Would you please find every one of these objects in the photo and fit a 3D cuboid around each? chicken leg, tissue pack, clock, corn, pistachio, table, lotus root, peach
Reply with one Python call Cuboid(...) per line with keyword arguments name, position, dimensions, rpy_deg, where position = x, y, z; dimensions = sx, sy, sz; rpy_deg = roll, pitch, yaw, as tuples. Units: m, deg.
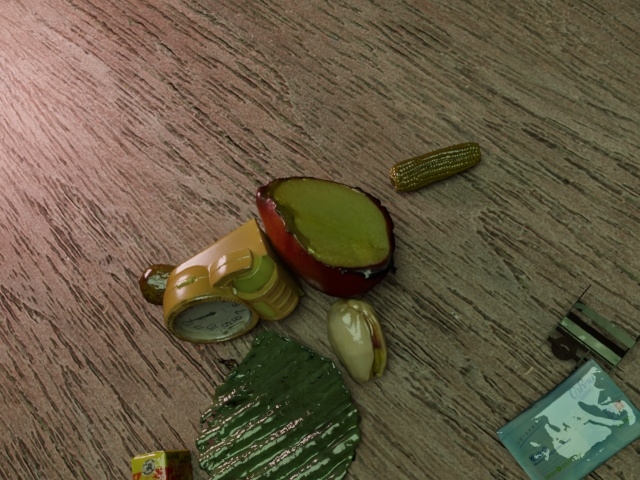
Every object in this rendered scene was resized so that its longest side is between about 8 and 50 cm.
Cuboid(name="chicken leg", position=(-0.219, 0.315, 1.619), dimensions=(0.083, 0.021, 0.036), rpy_deg=(45, 104, 21))
Cuboid(name="tissue pack", position=(0.524, 0.394, 1.361), dimensions=(0.263, 0.089, 0.177), rpy_deg=(-41, 70, 9))
Cuboid(name="clock", position=(-0.224, 0.123, 1.570), dimensions=(0.317, 0.244, 0.200), rpy_deg=(-25, 50, 11))
Cuboid(name="corn", position=(0.283, -0.181, 1.610), dimensions=(0.231, 0.080, 0.080), rpy_deg=(-17, 71, 7))
Cuboid(name="pistachio", position=(0.086, 0.227, 1.523), dimensions=(0.145, 0.117, 0.200), rpy_deg=(-19, 92, 49))
Cuboid(name="table", position=(0.592, 0.212, 1.423), dimensions=(0.146, 0.062, 0.175), rpy_deg=(40, 119, 20))
Cuboid(name="lotus root", position=(-0.373, 0.108, 1.682), dimensions=(0.191, 0.094, 0.108), rpy_deg=(-8, 108, 7))
Cuboid(name="peach", position=(0.000, 0.000, 1.538), dimensions=(0.362, 0.201, 0.257), rpy_deg=(26, 52, 0))

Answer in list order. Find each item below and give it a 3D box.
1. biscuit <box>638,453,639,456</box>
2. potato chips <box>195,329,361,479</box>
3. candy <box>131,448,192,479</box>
Cuboid(name="biscuit", position=(0.743, 0.446, 1.322), dimensions=(0.169, 0.070, 0.082), rpy_deg=(24, 90, 17))
Cuboid(name="potato chips", position=(-0.093, 0.424, 1.510), dimensions=(0.373, 0.097, 0.389), rpy_deg=(30, 89, 15))
Cuboid(name="candy", position=(-0.351, 0.626, 1.499), dimensions=(0.088, 0.146, 0.275), rpy_deg=(-14, 70, 9))
